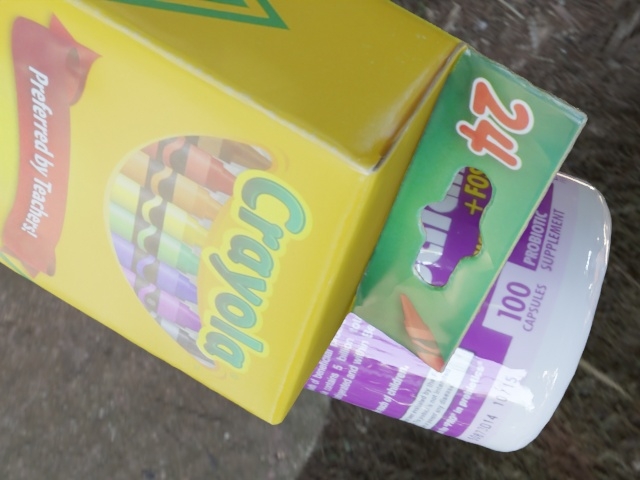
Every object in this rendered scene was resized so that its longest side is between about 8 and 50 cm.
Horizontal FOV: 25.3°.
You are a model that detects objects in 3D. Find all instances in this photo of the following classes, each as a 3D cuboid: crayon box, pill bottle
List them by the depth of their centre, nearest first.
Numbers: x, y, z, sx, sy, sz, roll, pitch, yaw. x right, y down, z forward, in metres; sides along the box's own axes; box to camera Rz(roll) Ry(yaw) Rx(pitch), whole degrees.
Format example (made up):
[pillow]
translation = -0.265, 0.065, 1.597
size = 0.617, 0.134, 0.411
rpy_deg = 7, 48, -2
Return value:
[crayon box]
translation = -0.074, -0.048, 0.584
size = 0.318, 0.081, 0.202
rpy_deg = 29, 145, 8
[pill bottle]
translation = 0.000, 0.000, 0.830
size = 0.301, 0.169, 0.169
rpy_deg = 18, 105, -2
